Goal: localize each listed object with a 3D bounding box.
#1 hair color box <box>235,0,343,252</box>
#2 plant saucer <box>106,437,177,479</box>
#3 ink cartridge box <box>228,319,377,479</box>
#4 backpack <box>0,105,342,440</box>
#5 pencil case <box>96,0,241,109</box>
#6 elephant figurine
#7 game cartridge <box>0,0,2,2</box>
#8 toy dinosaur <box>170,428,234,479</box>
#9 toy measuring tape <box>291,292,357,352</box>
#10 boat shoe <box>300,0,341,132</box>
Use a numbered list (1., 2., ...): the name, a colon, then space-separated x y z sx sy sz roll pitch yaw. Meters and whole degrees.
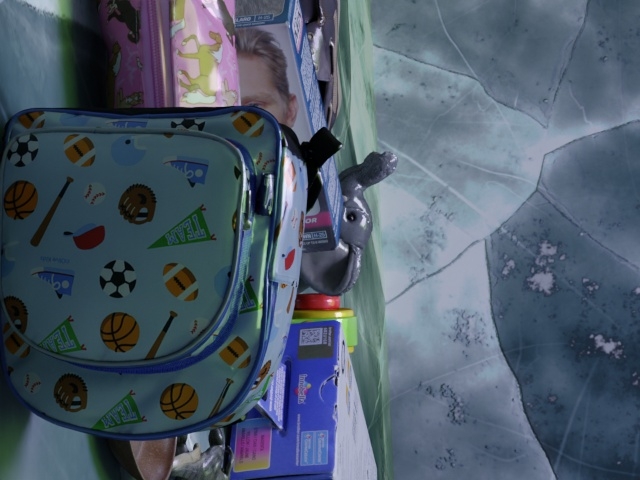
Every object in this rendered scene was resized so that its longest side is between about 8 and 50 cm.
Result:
1. hair color box: -0.086 -0.140 1.845 0.105 0.174 0.347 -84 165 -48
2. plant saucer: -0.182 0.146 1.496 0.198 0.036 0.198 -5 90 -82
3. ink cartridge box: -0.022 0.295 2.061 0.270 0.151 0.395 -87 169 -46
4. backpack: -0.135 0.026 1.197 0.213 0.277 0.263 -9 100 -76
5. pencil case: -0.148 -0.142 1.510 0.167 0.160 0.386 -2 86 -43
6. elephant figurine: 0.000 0.000 2.092 0.186 0.239 0.169 72 15 -57
7. game cartridge: -0.268 -0.220 1.233 0.083 0.017 0.056 -77 156 -65
8. toy dinosaur: -0.137 0.229 1.670 0.268 0.064 0.118 51 41 -69
9. toy measuring tape: -0.002 0.131 2.263 0.330 0.121 0.121 -128 -148 -90
10. boat shoe: -0.030 -0.264 2.113 0.130 0.132 0.355 -91 170 -47
